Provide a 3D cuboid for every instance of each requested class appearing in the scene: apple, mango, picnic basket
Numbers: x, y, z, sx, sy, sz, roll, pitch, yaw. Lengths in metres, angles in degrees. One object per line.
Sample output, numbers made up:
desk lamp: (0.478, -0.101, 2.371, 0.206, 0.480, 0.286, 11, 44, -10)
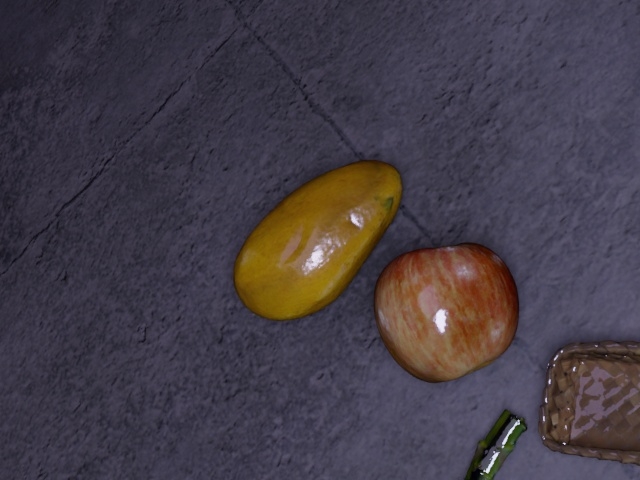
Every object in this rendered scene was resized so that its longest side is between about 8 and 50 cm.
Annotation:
apple: (0.122, 0.070, 1.126, 0.146, 0.146, 0.131, -20, 78, 26)
mango: (0.000, 0.000, 1.270, 0.227, 0.109, 0.147, -39, 27, 14)
picnic basket: (0.292, 0.147, 1.024, 0.193, 0.055, 0.110, 1, 70, 35)

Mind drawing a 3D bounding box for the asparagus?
asparagus: (0.146, 0.237, 1.100, 0.036, 0.030, 0.165, 25, 83, 30)
